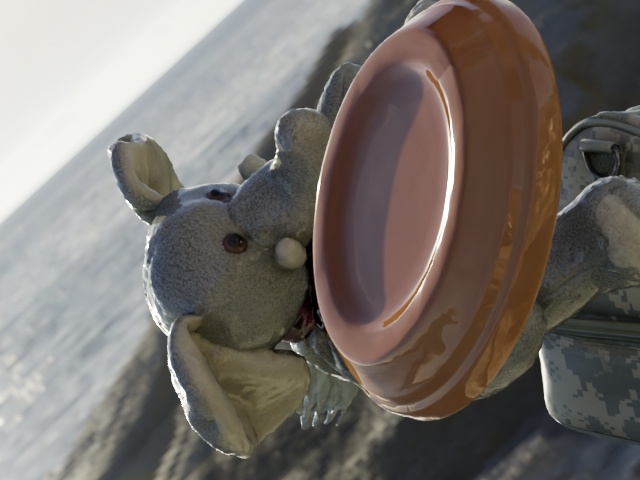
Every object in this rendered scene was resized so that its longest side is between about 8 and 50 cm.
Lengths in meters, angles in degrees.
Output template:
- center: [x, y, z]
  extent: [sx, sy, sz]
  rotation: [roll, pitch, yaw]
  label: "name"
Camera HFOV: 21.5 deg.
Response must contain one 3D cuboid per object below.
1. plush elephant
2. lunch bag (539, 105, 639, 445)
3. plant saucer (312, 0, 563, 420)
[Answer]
- center: [0.000, 0.000, 1.087]
  extent: [0.255, 0.272, 0.330]
  rotation: [10, -49, -45]
  label: "plush elephant"
- center: [0.303, -0.005, 1.294]
  extent: [0.213, 0.256, 0.305]
  rotation: [5, 21, 41]
  label: "lunch bag"
- center: [0.044, -0.018, 0.780]
  extent: [0.200, 0.037, 0.200]
  rotation: [-171, 90, -67]
  label: "plant saucer"
